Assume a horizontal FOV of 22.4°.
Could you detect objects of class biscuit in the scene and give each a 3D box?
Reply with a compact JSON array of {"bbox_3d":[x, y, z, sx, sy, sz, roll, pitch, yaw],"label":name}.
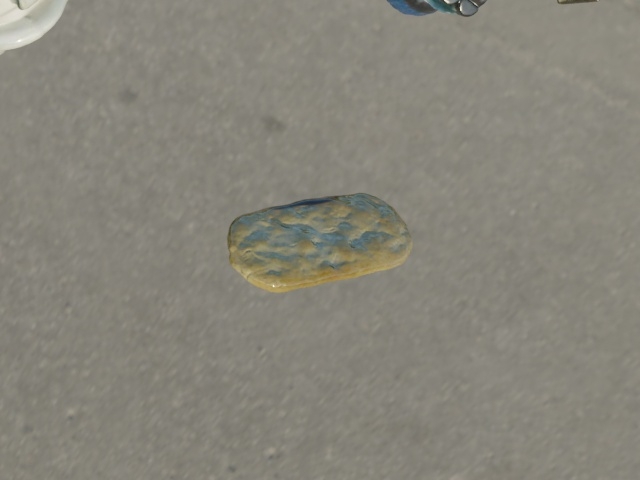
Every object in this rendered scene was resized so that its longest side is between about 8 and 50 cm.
[{"bbox_3d":[0.000,0.000,1.125,0.147,0.018,0.071,-11,56,-33],"label":"biscuit"}]

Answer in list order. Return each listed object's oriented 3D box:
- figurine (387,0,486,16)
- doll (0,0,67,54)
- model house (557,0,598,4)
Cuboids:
[{"bbox_3d":[0.117,-0.253,1.596,0.086,0.087,0.149,24,12,-26],"label":"figurine"},{"bbox_3d":[-0.283,-0.210,1.181,0.099,0.384,0.188,-41,122,-18],"label":"doll"},{"bbox_3d":[0.165,-0.150,0.830,0.057,0.058,0.083,42,53,8],"label":"model house"}]
